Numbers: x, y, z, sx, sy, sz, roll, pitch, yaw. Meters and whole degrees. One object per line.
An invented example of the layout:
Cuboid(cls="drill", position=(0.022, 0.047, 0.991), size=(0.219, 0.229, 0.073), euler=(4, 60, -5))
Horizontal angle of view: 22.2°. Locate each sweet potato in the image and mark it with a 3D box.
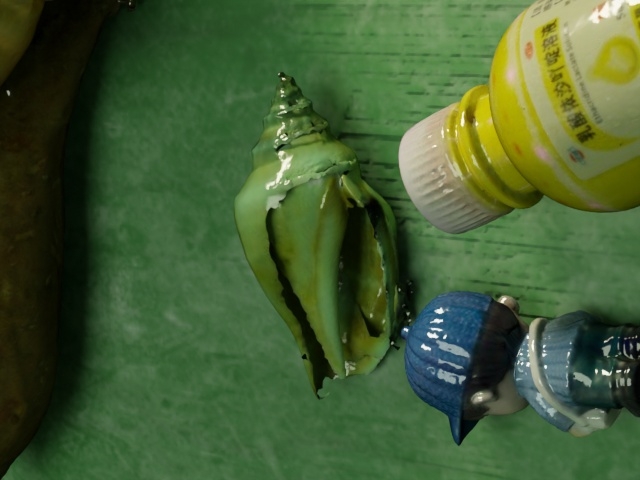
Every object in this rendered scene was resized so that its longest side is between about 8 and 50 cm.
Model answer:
Cuboid(cls="sweet potato", position=(-0.228, -0.005, 1.147), size=(0.130, 0.130, 0.422), euler=(25, 107, 29))

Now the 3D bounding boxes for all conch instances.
Cuboid(cls="conch", position=(-0.001, -0.003, 1.007), size=(0.095, 0.079, 0.200), euler=(-18, 108, 25))

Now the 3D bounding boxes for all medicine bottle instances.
Cuboid(cls="medicine bottle", position=(0.140, -0.072, 0.857), size=(0.212, 0.122, 0.121), euler=(-27, 85, 37))

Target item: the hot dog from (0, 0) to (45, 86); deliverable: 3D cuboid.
Cuboid(cls="hot dog", position=(-0.286, -0.248, 1.040), size=(0.365, 0.196, 0.367), euler=(39, 92, 27))

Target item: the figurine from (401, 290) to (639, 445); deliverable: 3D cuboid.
Cuboid(cls="figurine", position=(0.119, 0.074, 0.940), size=(0.149, 0.087, 0.086), euler=(-1, 63, 35))
